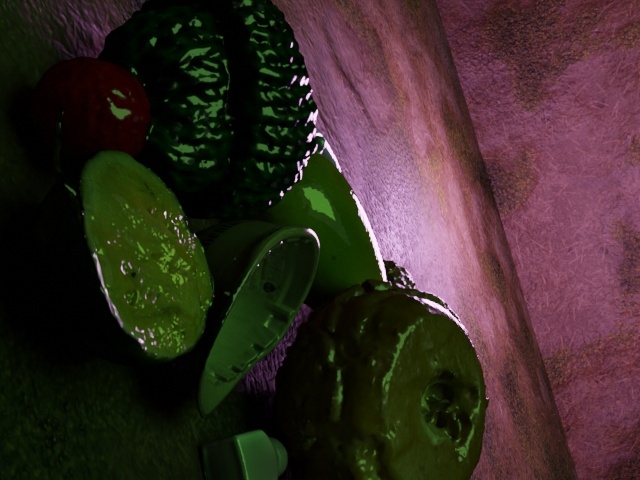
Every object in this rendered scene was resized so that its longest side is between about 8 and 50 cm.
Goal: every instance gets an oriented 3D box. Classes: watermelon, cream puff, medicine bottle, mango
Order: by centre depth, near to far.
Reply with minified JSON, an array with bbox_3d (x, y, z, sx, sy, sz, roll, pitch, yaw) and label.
[{"bbox_3d":[-0.203,0.022,0.959,0.232,0.127,0.204,38,39,-53],"label":"watermelon"},{"bbox_3d":[-0.085,0.260,1.178,0.118,0.055,0.074,7,66,-67],"label":"medicine bottle"},{"bbox_3d":[0.068,0.221,1.353,0.327,0.231,0.343,34,64,-47],"label":"cream puff"},{"bbox_3d":[0.000,0.000,1.471,0.343,0.156,0.192,55,24,-35],"label":"mango"}]

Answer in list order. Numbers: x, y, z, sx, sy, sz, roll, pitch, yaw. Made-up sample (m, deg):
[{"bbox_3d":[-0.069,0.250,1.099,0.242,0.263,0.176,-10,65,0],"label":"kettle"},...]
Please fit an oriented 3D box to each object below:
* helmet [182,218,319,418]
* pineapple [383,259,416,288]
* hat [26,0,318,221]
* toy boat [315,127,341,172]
[{"bbox_3d":[-0.120,0.061,1.145,0.257,0.137,0.204,-43,153,-52],"label":"helmet"},{"bbox_3d":[0.080,0.123,1.665,0.125,0.125,0.251,68,27,-13],"label":"pineapple"},{"bbox_3d":[-0.162,-0.156,1.100,0.332,0.242,0.274,-9,68,-57],"label":"hat"},{"bbox_3d":[-0.001,-0.125,1.702,0.208,0.078,0.134,47,35,-53],"label":"toy boat"}]
